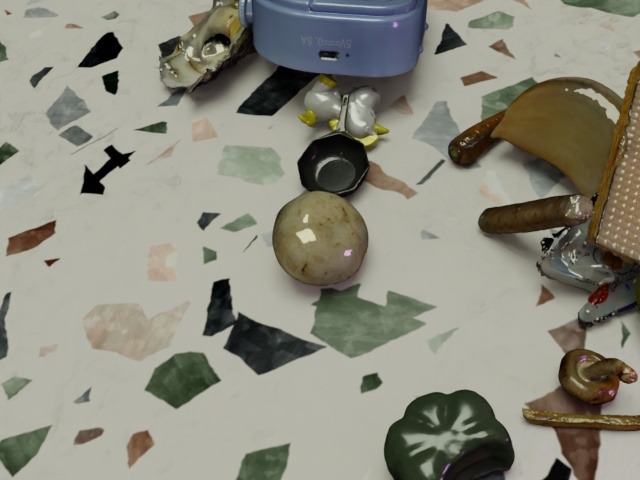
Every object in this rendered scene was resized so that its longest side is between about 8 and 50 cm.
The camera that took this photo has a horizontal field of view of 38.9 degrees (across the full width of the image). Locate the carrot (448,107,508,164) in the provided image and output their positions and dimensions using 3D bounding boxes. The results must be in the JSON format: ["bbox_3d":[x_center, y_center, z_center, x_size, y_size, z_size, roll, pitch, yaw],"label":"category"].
[{"bbox_3d":[0.300,-0.194,1.652,0.161,0.055,0.055,-35,52,-21],"label":"carrot"}]

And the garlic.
[{"bbox_3d":[0.464,-0.140,1.541,0.196,0.151,0.338,-41,62,4],"label":"garlic"}]

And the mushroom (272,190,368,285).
[{"bbox_3d":[0.000,0.000,1.500,0.166,0.127,0.166,5,62,-9],"label":"mushroom"}]

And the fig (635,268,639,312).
[{"bbox_3d":[0.528,0.084,1.303,0.154,0.144,0.165,-25,44,-26],"label":"fig"}]

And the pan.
[{"bbox_3d":[0.046,-0.158,1.652,0.128,0.048,0.202,29,73,22],"label":"pan"}]

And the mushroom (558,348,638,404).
[{"bbox_3d":[0.390,0.196,1.271,0.088,0.073,0.129,1,2,-23],"label":"mushroom"}]

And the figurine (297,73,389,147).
[{"bbox_3d":[0.052,-0.242,1.727,0.178,0.109,0.130,21,62,10],"label":"figurine"}]

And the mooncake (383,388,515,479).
[{"bbox_3d":[0.173,0.287,1.228,0.168,0.104,0.175,19,59,19],"label":"mooncake"}]

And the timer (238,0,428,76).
[{"bbox_3d":[0.025,-0.443,1.808,0.395,0.173,0.395,0,33,0],"label":"timer"}]

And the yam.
[{"bbox_3d":[0.333,-0.040,1.423,0.057,0.057,0.241,-40,14,-22],"label":"yam"}]

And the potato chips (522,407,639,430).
[{"bbox_3d":[0.387,0.249,1.267,0.204,0.026,0.037,-3,46,10],"label":"potato chips"}]

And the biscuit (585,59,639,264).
[{"bbox_3d":[0.497,-0.127,1.408,0.094,0.054,0.379,22,64,0],"label":"biscuit"}]

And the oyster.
[{"bbox_3d":[-0.221,-0.410,1.915,0.271,0.100,0.275,-23,48,-1],"label":"oyster"}]

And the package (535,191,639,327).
[{"bbox_3d":[0.473,0.013,1.408,0.269,0.071,0.194,-34,87,-16],"label":"package"}]
